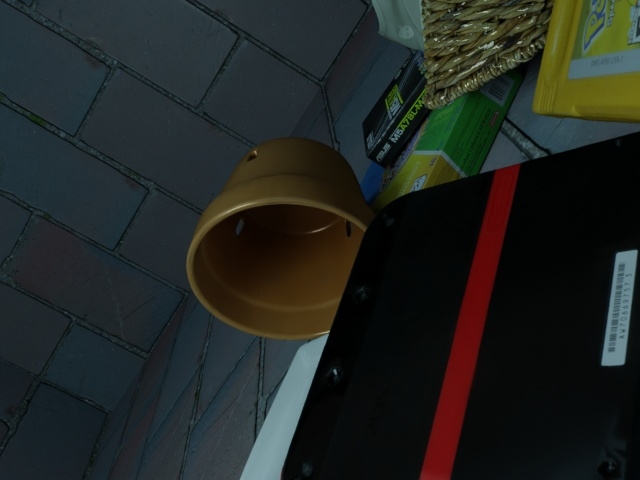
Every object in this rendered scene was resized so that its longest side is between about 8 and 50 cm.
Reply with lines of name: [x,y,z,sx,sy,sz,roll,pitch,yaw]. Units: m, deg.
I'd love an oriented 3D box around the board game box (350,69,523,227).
board game box: [0.161,-0.131,1.228,0.242,0.064,0.316,-63,14,-13]

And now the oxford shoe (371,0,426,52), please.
oxford shoe: [0.111,-0.453,1.057,0.449,0.130,0.169,79,-149,-42]

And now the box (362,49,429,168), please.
box: [0.137,-0.228,1.287,0.184,0.045,0.191,-52,15,21]

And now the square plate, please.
square plate: [-0.014,0.273,1.041,0.344,0.049,0.347,-35,27,61]

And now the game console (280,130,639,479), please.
game console: [0.139,0.087,0.694,0.342,0.060,0.387,-12,45,41]

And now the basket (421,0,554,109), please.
basket: [0.267,-0.325,1.034,0.299,0.213,0.223,-56,-34,-46]

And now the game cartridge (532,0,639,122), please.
game cartridge: [0.285,-0.249,0.707,0.324,0.052,0.285,-117,36,-79]

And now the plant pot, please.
plant pot: [-0.042,-0.018,1.184,0.291,0.290,0.204,-49,26,38]
